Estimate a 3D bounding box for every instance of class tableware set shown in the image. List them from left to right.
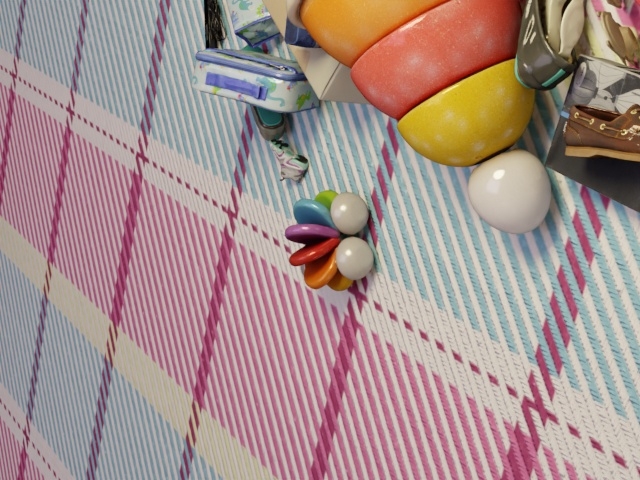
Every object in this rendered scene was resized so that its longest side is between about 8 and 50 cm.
[{"bbox_3d":[0.371,-0.299,1.357,0.020,0.141,0.169,-23,76,31],"label":"tableware set"}]

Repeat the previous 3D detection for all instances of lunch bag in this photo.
[{"bbox_3d":[-0.116,-0.296,1.930,0.219,0.176,0.090,17,108,24],"label":"lunch bag"},{"bbox_3d":[-0.098,-0.464,2.018,0.151,0.096,0.129,-24,69,20],"label":"lunch bag"},{"bbox_3d":[-0.015,-0.361,1.693,0.067,0.065,0.099,-151,66,-65],"label":"lunch bag"}]

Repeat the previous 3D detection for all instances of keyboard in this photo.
[{"bbox_3d":[-0.225,-0.449,2.248,0.100,0.038,0.192,168,99,-76],"label":"keyboard"}]

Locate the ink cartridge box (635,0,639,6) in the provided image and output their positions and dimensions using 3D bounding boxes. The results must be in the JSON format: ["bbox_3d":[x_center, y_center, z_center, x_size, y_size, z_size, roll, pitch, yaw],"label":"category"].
[{"bbox_3d":[0.477,-0.201,1.101,0.130,0.271,0.309,-53,50,39],"label":"ink cartridge box"}]

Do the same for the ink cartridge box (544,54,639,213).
[{"bbox_3d":[0.439,-0.112,1.327,0.332,0.065,0.165,34,116,47],"label":"ink cartridge box"}]

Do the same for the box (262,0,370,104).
[{"bbox_3d":[0.016,-0.387,1.822,0.121,0.148,0.311,-55,48,38],"label":"box"}]

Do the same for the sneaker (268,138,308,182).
[{"bbox_3d":[-0.071,-0.146,2.018,0.098,0.038,0.069,41,128,28],"label":"sneaker"}]

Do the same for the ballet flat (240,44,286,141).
[{"bbox_3d":[-0.120,-0.288,2.073,0.068,0.072,0.213,94,161,-63],"label":"ballet flat"}]

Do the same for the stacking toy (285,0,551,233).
[{"bbox_3d":[0.190,-0.227,1.510,0.350,0.350,0.480,-32,80,49],"label":"stacking toy"}]

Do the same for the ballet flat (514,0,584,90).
[{"bbox_3d":[0.326,-0.340,1.428,0.096,0.095,0.281,-17,66,58],"label":"ballet flat"}]

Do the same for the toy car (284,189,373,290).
[{"bbox_3d":[0.000,0.000,1.852,0.159,0.136,0.182,-16,78,53],"label":"toy car"}]

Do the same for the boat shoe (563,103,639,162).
[{"bbox_3d":[0.381,-0.132,1.290,0.207,0.073,0.073,15,104,52],"label":"boat shoe"}]
